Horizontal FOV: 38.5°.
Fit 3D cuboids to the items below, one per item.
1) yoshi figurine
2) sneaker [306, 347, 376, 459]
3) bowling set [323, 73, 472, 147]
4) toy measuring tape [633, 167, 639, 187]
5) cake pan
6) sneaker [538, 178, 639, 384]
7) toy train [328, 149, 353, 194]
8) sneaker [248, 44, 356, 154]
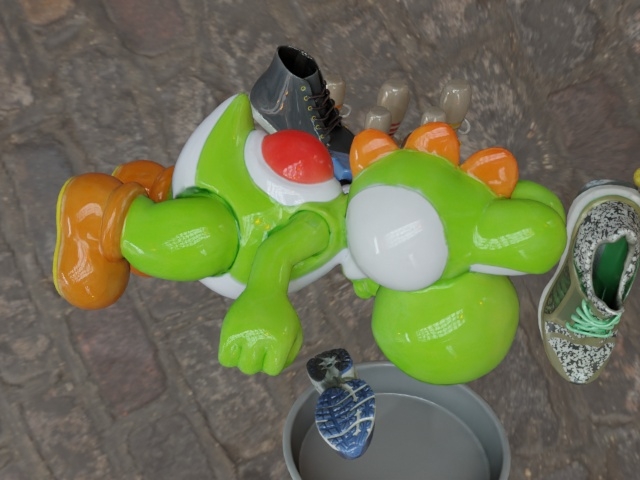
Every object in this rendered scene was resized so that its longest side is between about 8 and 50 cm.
[{"bbox_3d":[-0.001,0.028,0.697,0.362,0.203,0.203,2,62,14],"label":"yoshi figurine"},{"bbox_3d":[0.026,0.144,0.769,0.052,0.135,0.058,-21,114,4],"label":"sneaker"},{"bbox_3d":[0.126,-0.165,1.552,0.287,0.200,0.154,3,135,-4],"label":"bowling set"},{"bbox_3d":[0.722,-0.136,1.616,0.330,0.121,0.121,-5,94,26],"label":"toy measuring tape"},{"bbox_3d":[0.097,0.276,1.192,0.293,0.293,0.054,11,128,10],"label":"cake pan"},{"bbox_3d":[0.483,0.105,1.631,0.158,0.182,0.410,5,118,7],"label":"sneaker"},{"bbox_3d":[0.045,-0.058,1.105,0.105,0.184,0.080,10,105,-12],"label":"toy train"},{"bbox_3d":[0.000,-0.170,1.294,0.222,0.083,0.118,37,141,2],"label":"sneaker"}]
